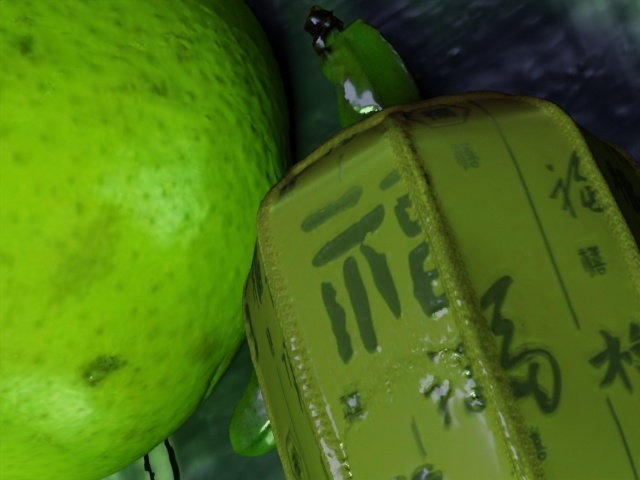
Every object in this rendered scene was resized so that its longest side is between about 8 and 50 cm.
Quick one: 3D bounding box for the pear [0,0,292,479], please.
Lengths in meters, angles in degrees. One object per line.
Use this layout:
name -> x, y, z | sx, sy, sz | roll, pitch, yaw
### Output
pear -> -0.123, -0.043, 0.606 | 0.139, 0.239, 0.288 | -4, 76, 36

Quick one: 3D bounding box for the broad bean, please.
broad bean -> 0.008, -0.001, 0.620 | 0.061, 0.046, 0.195 | 8, 87, 24

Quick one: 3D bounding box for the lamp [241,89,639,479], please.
lamp -> 0.060, 0.050, 0.502 | 0.161, 0.161, 0.185 | -33, 63, 26
